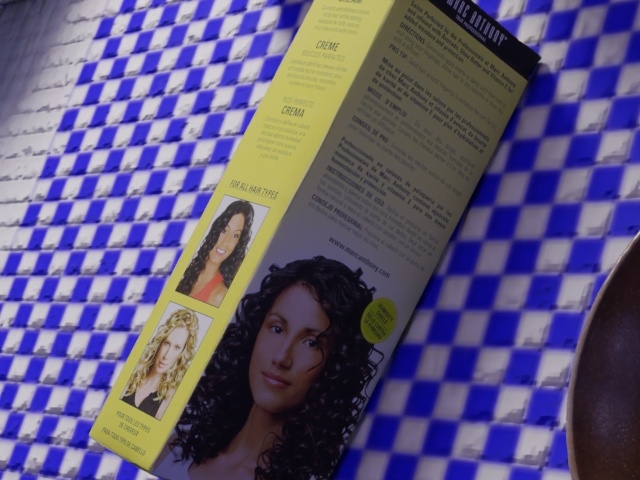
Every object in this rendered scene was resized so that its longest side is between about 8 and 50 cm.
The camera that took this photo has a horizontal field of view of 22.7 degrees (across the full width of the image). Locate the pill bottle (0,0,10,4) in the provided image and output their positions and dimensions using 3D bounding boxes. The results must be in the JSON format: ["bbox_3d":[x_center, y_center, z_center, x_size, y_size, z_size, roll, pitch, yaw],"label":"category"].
[{"bbox_3d":[-0.236,-0.262,1.025,0.176,0.176,0.319,7,70,49],"label":"pill bottle"}]

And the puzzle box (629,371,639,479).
[{"bbox_3d":[0.181,0.175,0.324,0.272,0.052,0.409,-13,51,32],"label":"puzzle box"}]

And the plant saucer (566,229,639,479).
[{"bbox_3d":[0.144,0.035,0.407,0.168,0.029,0.168,-23,45,25],"label":"plant saucer"}]

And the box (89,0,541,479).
[{"bbox_3d":[0.000,0.000,0.663,0.058,0.087,0.232,16,78,53],"label":"box"}]
